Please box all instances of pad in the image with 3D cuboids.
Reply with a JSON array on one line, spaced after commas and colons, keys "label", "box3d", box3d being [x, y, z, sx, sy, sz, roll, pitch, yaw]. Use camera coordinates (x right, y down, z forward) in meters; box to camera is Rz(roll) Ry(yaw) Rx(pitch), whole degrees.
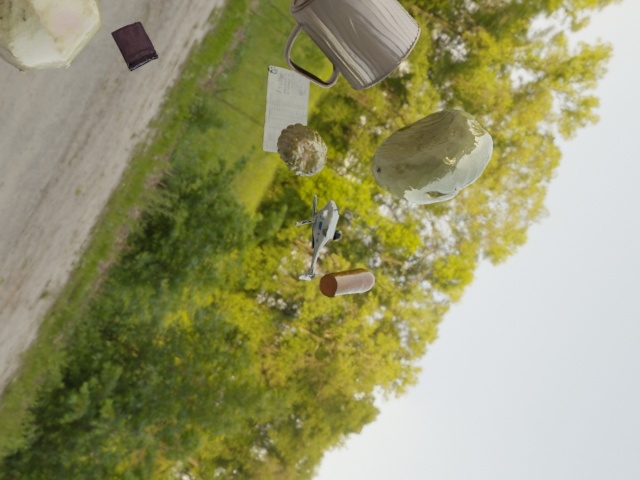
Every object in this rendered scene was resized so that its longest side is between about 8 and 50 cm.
[{"label": "pad", "box3d": [-0.104, -0.406, 1.831, 0.009, 0.159, 0.265, 10, -83, 53]}]

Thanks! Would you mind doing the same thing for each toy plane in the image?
[{"label": "toy plane", "box3d": [-0.007, 0.000, 1.909, 0.107, 0.182, 0.273, 15, -106, 41]}]

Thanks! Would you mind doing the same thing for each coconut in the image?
[{"label": "coconut", "box3d": [-0.685, -0.600, 1.396, 0.353, 0.352, 0.352, -59, -176, 6]}]

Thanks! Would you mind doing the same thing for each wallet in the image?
[{"label": "wallet", "box3d": [-0.626, -0.659, 1.956, 0.111, 0.166, 0.030, -29, 165, -3]}]

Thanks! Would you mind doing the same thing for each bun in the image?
[{"label": "bun", "box3d": [0.252, -0.170, 1.248, 0.259, 0.160, 0.259, -25, -154, 13]}]

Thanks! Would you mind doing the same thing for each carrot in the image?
[{"label": "carrot", "box3d": [0.076, 0.106, 1.477, 0.067, 0.067, 0.225, -58, 156, 18]}]

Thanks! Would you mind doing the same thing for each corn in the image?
[{"label": "corn", "box3d": [-0.032, -0.159, 1.019, 0.086, 0.086, 0.288, -59, -168, 9]}]

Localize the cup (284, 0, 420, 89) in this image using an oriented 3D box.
[{"label": "cup", "box3d": [0.060, -0.526, 1.444, 0.288, 0.273, 0.208, -26, -142, 36]}]
